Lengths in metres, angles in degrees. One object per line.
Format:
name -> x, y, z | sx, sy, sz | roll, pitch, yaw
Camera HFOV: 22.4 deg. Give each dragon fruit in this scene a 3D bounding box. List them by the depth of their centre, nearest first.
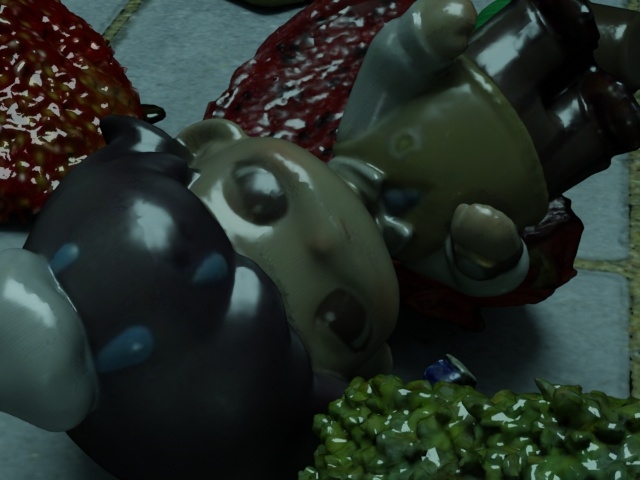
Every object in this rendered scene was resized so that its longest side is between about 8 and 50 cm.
dragon fruit -> 0.033, -0.024, 1.104 | 0.205, 0.152, 0.317 | -21, 46, -5

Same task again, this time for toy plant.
toy plant -> 0.186, -0.159, 1.401 | 0.200, 0.105, 0.143 | 1, 37, 37

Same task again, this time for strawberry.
strawberry -> -0.234, -0.128, 1.270 | 0.233, 0.138, 0.306 | -21, 34, -39

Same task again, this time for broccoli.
broccoli -> 0.108, 0.128, 0.763 | 0.242, 0.180, 0.273 | 14, 30, 23

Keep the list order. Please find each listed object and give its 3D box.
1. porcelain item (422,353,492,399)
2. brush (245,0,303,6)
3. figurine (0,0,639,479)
porcelain item -> 0.079, 0.120, 0.888 | 0.075, 0.136, 0.021 | -46, 44, 2
brush -> -0.023, -0.298, 1.678 | 0.197, 0.059, 0.123 | -22, 35, -38
figurine -> 0.009, 0.005, 0.873 | 0.365, 0.218, 0.206 | -28, 26, 5
